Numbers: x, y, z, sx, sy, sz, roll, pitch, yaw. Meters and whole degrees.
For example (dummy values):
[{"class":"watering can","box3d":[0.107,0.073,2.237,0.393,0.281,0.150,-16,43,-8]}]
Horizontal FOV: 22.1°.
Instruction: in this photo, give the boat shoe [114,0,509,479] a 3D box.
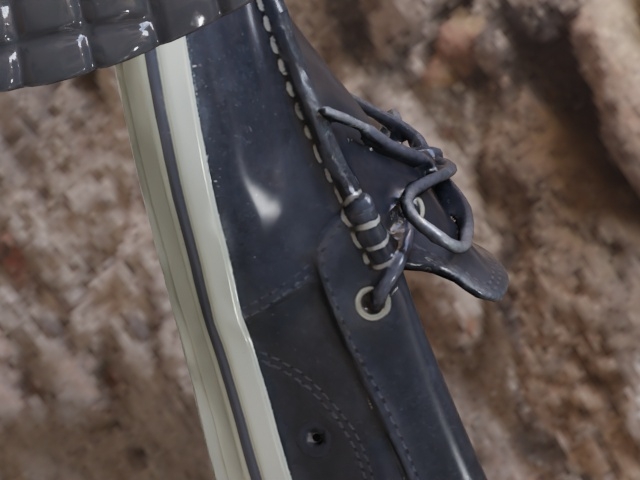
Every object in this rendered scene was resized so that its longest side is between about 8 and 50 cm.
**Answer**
[{"class":"boat shoe","box3d":[0.000,0.000,0.770,0.187,0.156,0.500,-117,-168,-79]}]

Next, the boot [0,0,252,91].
[{"class":"boot","box3d":[-0.156,-0.087,0.527,0.223,0.338,0.118,-114,-172,-82]}]
